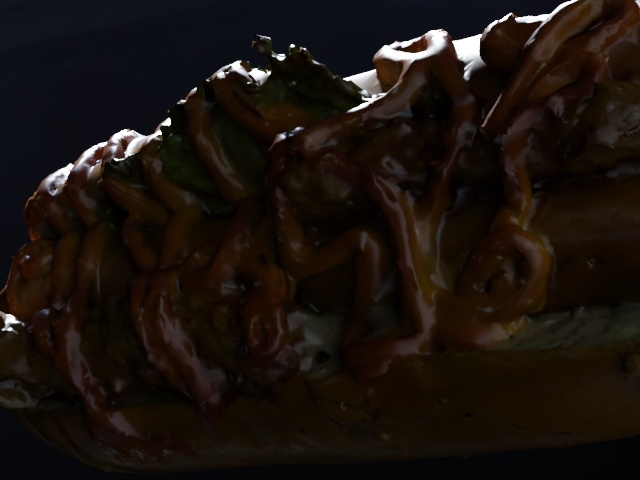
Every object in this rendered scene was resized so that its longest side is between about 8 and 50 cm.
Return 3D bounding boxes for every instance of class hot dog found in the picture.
[{"bbox_3d":[0.000,0.000,0.697,0.117,0.349,0.158,36,-122,-40],"label":"hot dog"}]
